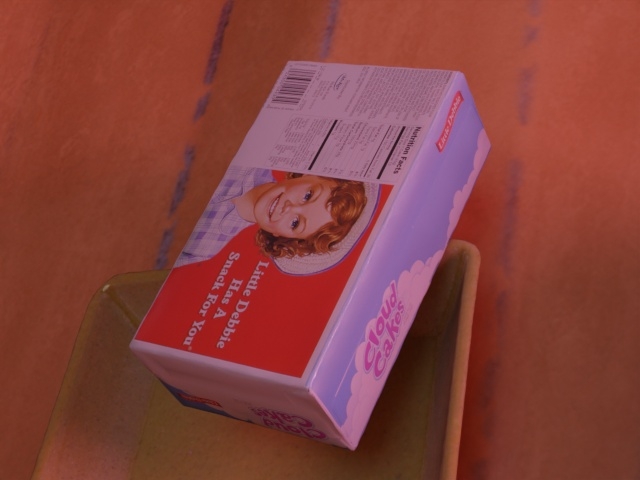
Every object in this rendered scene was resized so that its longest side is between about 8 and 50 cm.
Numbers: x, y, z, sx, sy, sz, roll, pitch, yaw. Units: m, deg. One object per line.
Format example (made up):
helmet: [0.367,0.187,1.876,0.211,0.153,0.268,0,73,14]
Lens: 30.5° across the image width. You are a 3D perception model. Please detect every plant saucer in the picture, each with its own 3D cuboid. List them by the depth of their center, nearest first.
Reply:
plant saucer: [-0.048,0.167,0.836,0.332,0.081,0.333,-6,52,24]

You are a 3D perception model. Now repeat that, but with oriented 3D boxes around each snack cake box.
snack cake box: [0.000,0.000,0.830,0.152,0.089,0.264,10,60,32]
